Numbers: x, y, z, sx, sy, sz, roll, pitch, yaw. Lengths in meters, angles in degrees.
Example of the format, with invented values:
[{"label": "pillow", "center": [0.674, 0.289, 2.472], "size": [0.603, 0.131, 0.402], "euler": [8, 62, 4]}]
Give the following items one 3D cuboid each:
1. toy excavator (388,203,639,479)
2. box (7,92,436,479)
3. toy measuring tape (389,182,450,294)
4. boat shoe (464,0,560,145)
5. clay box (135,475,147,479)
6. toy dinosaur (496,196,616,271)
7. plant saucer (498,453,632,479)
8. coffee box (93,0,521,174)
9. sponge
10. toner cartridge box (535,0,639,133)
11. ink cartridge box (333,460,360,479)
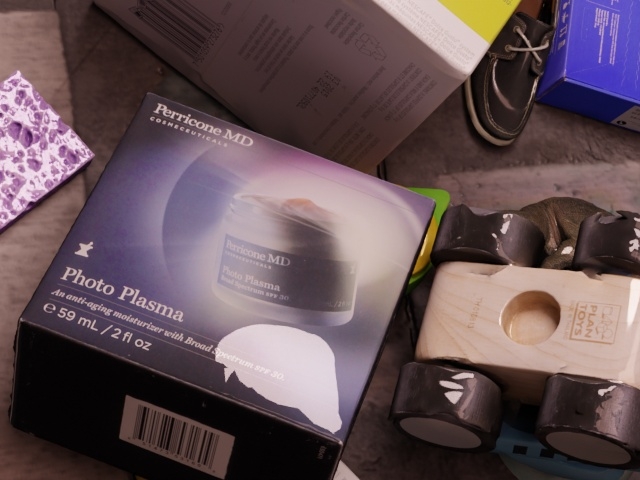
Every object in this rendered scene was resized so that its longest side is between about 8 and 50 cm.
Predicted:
[{"label": "toy excavator", "center": [0.332, 0.164, 1.735], "size": [0.432, 0.445, 0.222], "euler": [5, 67, 24]}, {"label": "box", "center": [-0.086, 0.062, 1.575], "size": [0.296, 0.183, 0.294], "euler": [20, 50, 3]}, {"label": "toy measuring tape", "center": [0.000, 0.000, 1.752], "size": [0.330, 0.121, 0.121], "euler": [3, 72, -11]}, {"label": "boat shoe", "center": [0.216, -0.218, 1.916], "size": [0.084, 0.079, 0.233], "euler": [20, 69, -16]}, {"label": "clay box", "center": [-0.139, 0.143, 1.679], "size": [0.127, 0.053, 0.222], "euler": [-18, 81, -24]}, {"label": "toy dinosaur", "center": [0.293, 0.016, 1.866], "size": [0.313, 0.121, 0.160], "euler": [12, 44, -8]}, {"label": "plant saucer", "center": [0.268, 0.177, 1.833], "size": [0.195, 0.037, 0.195], "euler": [6, 72, -19]}, {"label": "coffee box", "center": [0.031, -0.313, 1.729], "size": [0.338, 0.337, 0.334], "euler": [38, 63, -6]}, {"label": "sponge", "center": [-0.335, -0.061, 1.681], "size": [0.210, 0.031, 0.117], "euler": [-41, 91, -27]}, {"label": "toner cartridge box", "center": [0.351, -0.304, 1.995], "size": [0.165, 0.075, 0.348], "euler": [17, 68, -17]}, {"label": "ink cartridge box", "center": [0.004, 0.306, 1.640], "size": [0.176, 0.127, 0.128], "euler": [46, 62, -1]}]
